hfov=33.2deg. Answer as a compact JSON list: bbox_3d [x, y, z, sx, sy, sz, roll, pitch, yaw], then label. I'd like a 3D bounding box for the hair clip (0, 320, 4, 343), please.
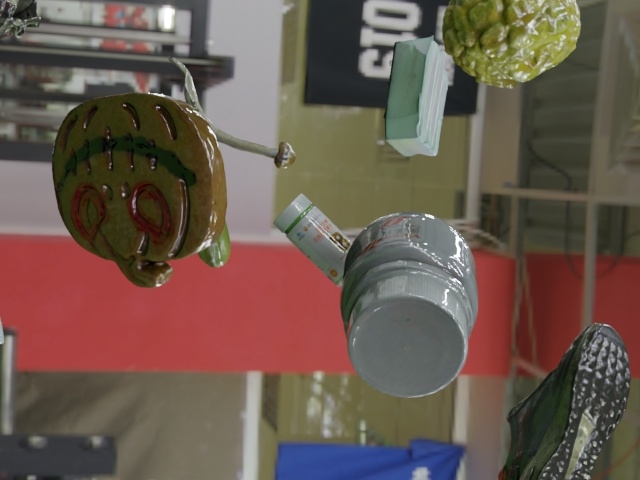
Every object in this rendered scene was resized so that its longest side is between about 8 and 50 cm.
[{"bbox_3d":[-0.469,0.096,1.500,0.030,0.039,0.115,32,27,-57],"label":"hair clip"}]

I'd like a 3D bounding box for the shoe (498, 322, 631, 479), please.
[{"bbox_3d":[0.392,0.292,1.799,0.171,0.132,0.336,9,-107,63],"label":"shoe"}]

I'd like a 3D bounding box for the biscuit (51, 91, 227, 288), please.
[{"bbox_3d":[-0.301,-0.077,1.723,0.368,0.063,0.314,0,-83,37],"label":"biscuit"}]

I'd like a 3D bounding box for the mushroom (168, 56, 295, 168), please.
[{"bbox_3d":[-0.163,-0.201,1.769,0.306,0.068,0.043,37,-24,24],"label":"mushroom"}]

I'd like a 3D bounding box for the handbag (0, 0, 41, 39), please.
[{"bbox_3d":[-0.737,-0.386,2.015,0.325,0.327,0.162,-76,164,-47],"label":"handbag"}]

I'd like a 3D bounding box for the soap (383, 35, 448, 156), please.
[{"bbox_3d":[0.208,-0.314,2.329,0.145,0.091,0.230,34,62,-58],"label":"soap"}]

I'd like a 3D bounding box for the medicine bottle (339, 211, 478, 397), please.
[{"bbox_3d":[0.156,0.110,1.895,0.306,0.245,0.245,-80,179,-63],"label":"medicine bottle"}]

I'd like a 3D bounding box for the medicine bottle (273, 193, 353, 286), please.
[{"bbox_3d":[0.000,0.000,2.120,0.086,0.183,0.086,-46,180,0],"label":"medicine bottle"}]

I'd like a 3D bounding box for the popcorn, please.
[{"bbox_3d":[0.350,-0.404,1.940,0.251,0.237,0.206,-63,142,-23],"label":"popcorn"}]

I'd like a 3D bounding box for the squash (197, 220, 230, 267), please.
[{"bbox_3d":[-0.260,-0.082,2.252,0.094,0.095,0.340,-115,-173,-61],"label":"squash"}]
